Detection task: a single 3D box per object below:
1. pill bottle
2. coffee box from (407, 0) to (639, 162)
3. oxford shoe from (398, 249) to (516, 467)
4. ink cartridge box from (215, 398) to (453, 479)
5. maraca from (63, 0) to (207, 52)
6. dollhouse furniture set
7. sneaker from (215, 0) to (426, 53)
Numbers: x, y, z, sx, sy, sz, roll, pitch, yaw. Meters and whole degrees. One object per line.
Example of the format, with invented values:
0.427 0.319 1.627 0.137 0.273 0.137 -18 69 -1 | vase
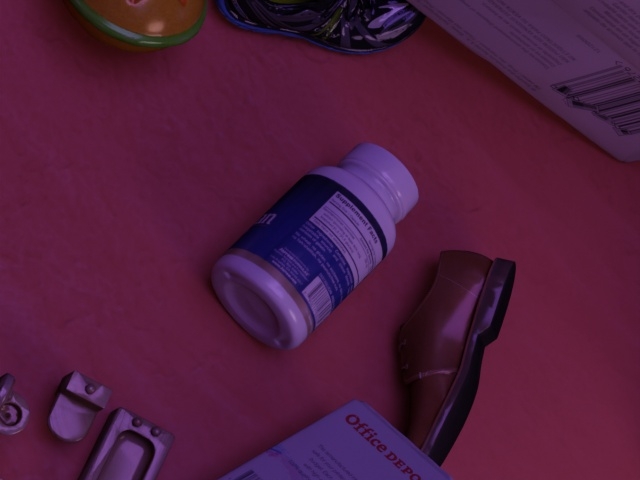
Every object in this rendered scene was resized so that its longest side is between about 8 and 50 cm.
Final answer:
0.000 0.000 1.582 0.094 0.094 0.169 48 64 -6 | pill bottle
0.302 -0.305 1.619 0.338 0.338 0.334 34 66 -27 | coffee box
0.093 0.106 1.622 0.076 0.076 0.212 17 71 13 | oxford shoe
0.000 0.216 1.507 0.175 0.072 0.127 -28 47 -26 | ink cartridge box
-0.156 -0.223 1.573 0.127 0.099 0.185 1 51 -33 | maraca
-0.187 0.165 1.445 0.151 0.123 0.144 30 68 -14 | dollhouse furniture set
0.008 -0.199 1.643 0.188 0.078 0.067 5 75 -24 | sneaker
